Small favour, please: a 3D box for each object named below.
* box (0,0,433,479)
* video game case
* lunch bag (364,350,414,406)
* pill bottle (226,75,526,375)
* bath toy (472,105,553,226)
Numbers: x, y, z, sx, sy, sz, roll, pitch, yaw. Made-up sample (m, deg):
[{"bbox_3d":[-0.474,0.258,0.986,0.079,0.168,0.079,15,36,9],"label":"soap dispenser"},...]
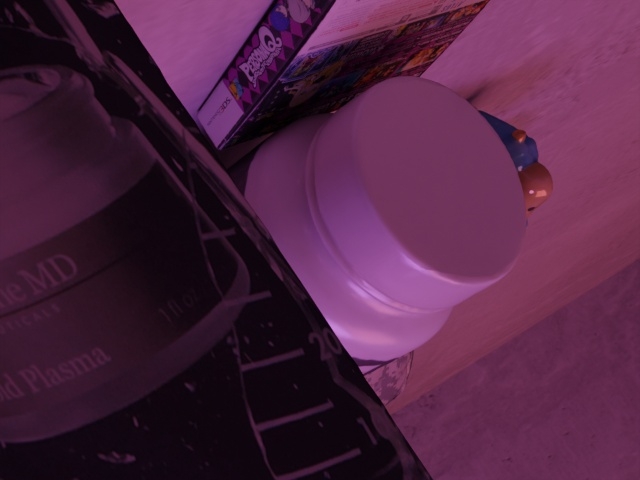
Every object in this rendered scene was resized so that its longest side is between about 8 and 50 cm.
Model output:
[{"bbox_3d":[-0.233,0.146,0.655,0.479,0.472,0.297,-20,159,-46],"label":"box"},{"bbox_3d":[0.040,-0.168,1.149,0.232,0.042,0.210,-23,163,-40],"label":"video game case"},{"bbox_3d":[-0.053,0.133,1.636,0.305,0.213,0.256,-23,157,-36],"label":"lunch bag"},{"bbox_3d":[-0.016,0.023,1.212,0.204,0.204,0.361,-21,172,-45],"label":"pill bottle"},{"bbox_3d":[0.088,-0.030,1.488,0.348,0.151,0.129,-17,132,-44],"label":"bath toy"}]
